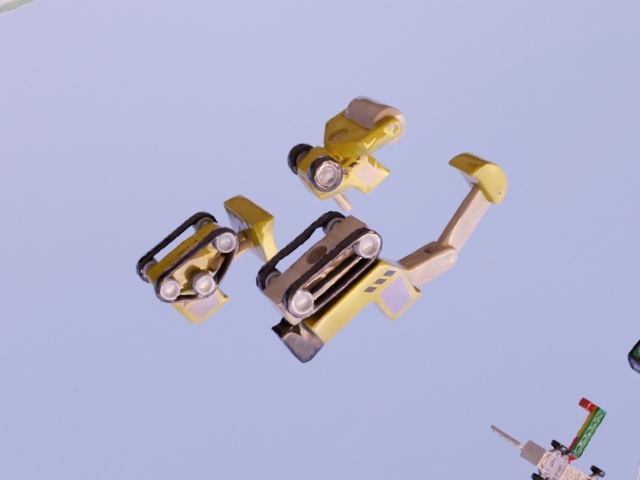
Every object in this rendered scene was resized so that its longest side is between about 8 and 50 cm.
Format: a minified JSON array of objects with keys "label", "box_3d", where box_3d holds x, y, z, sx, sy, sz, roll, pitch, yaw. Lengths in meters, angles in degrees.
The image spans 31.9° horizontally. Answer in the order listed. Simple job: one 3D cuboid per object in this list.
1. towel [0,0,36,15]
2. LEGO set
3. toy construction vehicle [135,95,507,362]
[{"label":"towel","box_3d":[-0.172,-0.217,0.731,0.023,0.152,0.113,42,-136,8]},{"label":"LEGO set","box_3d":[0.211,0.195,0.893,0.182,0.244,0.060,-21,-145,-36]},{"label":"toy construction vehicle","box_3d":[0.000,0.000,0.350,0.098,0.035,0.086,-41,-151,-12]}]
